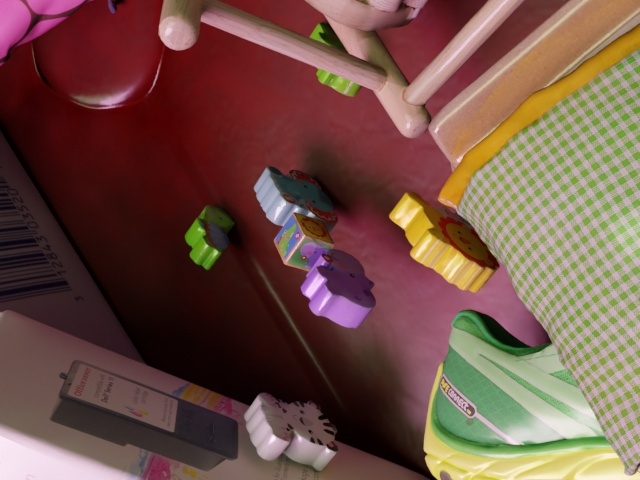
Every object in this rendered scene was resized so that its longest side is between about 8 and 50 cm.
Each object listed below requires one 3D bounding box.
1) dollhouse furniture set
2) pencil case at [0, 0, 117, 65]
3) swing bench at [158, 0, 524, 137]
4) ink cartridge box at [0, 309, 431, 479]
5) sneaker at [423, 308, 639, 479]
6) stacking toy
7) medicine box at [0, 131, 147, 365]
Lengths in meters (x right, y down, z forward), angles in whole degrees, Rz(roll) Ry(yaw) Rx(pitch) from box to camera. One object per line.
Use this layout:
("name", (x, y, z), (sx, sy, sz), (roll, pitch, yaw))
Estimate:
("dollhouse furniture set", (0.166, -0.074, 0.455), (0.301, 0.151, 0.197), (-40, 55, 18))
("pencil case", (-0.240, -0.137, 0.779), (0.095, 0.209, 0.098), (56, 167, -17))
("swing bench", (0.032, -0.238, 0.583), (0.253, 0.165, 0.254), (-45, 46, 32))
("ink cartridge box", (-0.132, 0.182, 0.688), (0.354, 0.119, 0.207), (22, 113, -5))
("sneaker", (0.183, 0.060, 0.550), (0.296, 0.109, 0.123), (-7, 76, 26))
("stacking toy", (0.000, 0.000, 0.688), (0.167, 0.052, 0.221), (-53, 39, 26))
("medicine box", (-0.311, 0.089, 0.893), (0.289, 0.149, 0.263), (-46, 70, 30))
